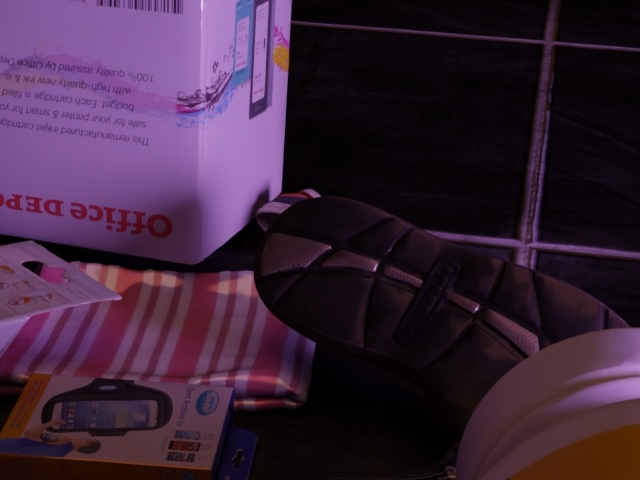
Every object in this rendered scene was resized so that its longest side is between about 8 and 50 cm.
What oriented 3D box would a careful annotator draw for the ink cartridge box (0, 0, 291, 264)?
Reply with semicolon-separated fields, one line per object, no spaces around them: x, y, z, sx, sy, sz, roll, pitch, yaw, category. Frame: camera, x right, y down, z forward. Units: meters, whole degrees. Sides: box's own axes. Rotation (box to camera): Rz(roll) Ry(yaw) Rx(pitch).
-0.140;-0.147;0.934;0.198;0.270;0.197;9;19;13;ink cartridge box

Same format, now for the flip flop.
0.080;0.064;0.744;0.277;0.080;0.112;27;76;29;flip flop

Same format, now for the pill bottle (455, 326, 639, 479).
0.130;0.172;0.424;0.188;0.188;0.334;1;26;-1;pill bottle

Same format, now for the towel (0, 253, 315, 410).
-0.099;0.056;0.820;0.197;0.029;0.144;2;27;2;towel

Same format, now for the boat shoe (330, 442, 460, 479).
0.085;0.114;0.638;0.183;0.083;0.065;5;-18;-4;boat shoe

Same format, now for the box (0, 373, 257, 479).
-0.105;0.109;0.717;0.136;0.028;0.081;2;26;4;box

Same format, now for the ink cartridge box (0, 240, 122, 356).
-0.233;0.052;0.797;0.179;0.045;0.145;-12;21;-33;ink cartridge box

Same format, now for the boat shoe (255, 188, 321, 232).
0.000;0.000;0.916;0.043;0.049;0.137;-15;28;-23;boat shoe
